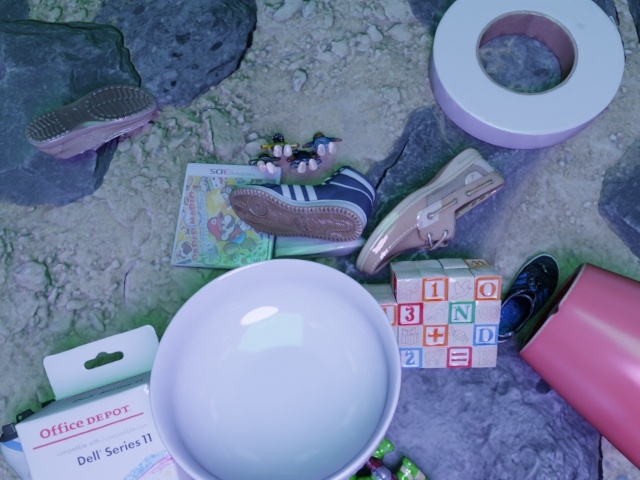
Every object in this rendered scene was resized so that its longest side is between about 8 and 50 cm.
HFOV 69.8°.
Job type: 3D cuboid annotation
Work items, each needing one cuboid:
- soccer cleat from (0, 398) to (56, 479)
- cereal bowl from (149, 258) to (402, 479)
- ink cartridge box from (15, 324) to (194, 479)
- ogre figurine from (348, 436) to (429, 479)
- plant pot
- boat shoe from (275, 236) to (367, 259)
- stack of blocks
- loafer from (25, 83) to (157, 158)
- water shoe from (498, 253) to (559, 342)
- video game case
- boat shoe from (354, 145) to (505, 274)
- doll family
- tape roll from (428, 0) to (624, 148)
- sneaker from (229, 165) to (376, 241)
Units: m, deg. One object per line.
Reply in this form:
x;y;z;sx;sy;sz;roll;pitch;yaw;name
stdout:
-0.394;0.330;0.833;0.331;0.116;0.143;-22;96;-4;soccer cleat
-0.058;0.200;0.670;0.339;0.141;0.339;-2;55;3;cereal bowl
-0.318;0.334;0.717;0.207;0.119;0.353;-18;90;-2;ink cartridge box
0.097;0.403;0.775;0.197;0.097;0.118;43;75;9;ogre figurine
0.482;0.180;0.738;0.243;0.275;0.275;36;80;21;plant pot
0.000;0.000;0.914;0.184;0.066;0.063;-7;75;12;boat shoe
0.151;0.130;0.810;0.297;0.087;0.171;-3;108;4;stack of blocks
-0.490;-0.257;1.002;0.268;0.092;0.102;-25;75;-20;loafer
0.384;0.106;0.845;0.073;0.080;0.203;37;80;12;water shoe
-0.192;-0.051;0.955;0.206;0.026;0.227;3;75;5;video game case
0.212;-0.041;0.876;0.341;0.121;0.110;-41;75;-9;boat shoe
-0.051;-0.185;0.945;0.193;0.111;0.076;0;109;-9;doll family
0.432;-0.384;0.983;0.392;0.072;0.392;-1;74;3;tape roll
-0.028;-0.083;0.904;0.282;0.099;0.153;11;40;21;sneaker
